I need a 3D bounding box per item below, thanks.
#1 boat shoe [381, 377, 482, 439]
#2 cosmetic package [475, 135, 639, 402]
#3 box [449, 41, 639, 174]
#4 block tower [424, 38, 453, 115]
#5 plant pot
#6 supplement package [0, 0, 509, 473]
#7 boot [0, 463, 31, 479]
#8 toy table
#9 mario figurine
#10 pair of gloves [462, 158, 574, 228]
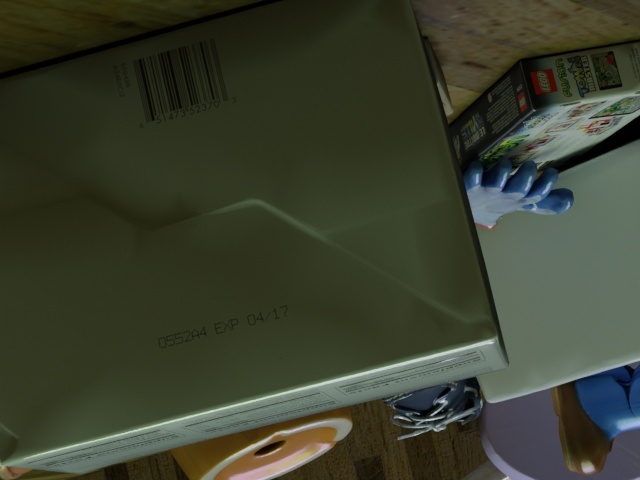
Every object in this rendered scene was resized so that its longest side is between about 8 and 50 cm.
[{"bbox_3d":[0.115,0.158,1.819,0.095,0.079,0.254,-15,172,12],"label":"boat shoe"},{"bbox_3d":[0.321,-0.025,1.370,0.230,0.161,0.453,-21,178,-43],"label":"cosmetic package"},{"bbox_3d":[0.163,-0.088,1.266,0.114,0.036,0.207,-10,170,-17],"label":"box"},{"bbox_3d":[-0.078,-0.030,1.103,0.335,0.097,0.091,-16,171,7],"label":"block tower"},{"bbox_3d":[-0.069,0.082,1.347,0.205,0.188,0.205,-22,161,-8],"label":"plant pot"},{"bbox_3d":[-0.050,-0.003,0.965,0.262,0.204,0.145,-15,168,6],"label":"supplement package"},{"bbox_3d":[-0.211,0.176,1.847,0.220,0.109,0.283,-8,179,15],"label":"boot"},{"bbox_3d":[0.274,0.184,1.783,0.274,0.252,0.161,-10,156,-14],"label":"toy table"},{"bbox_3d":[0.361,0.142,1.446,0.320,0.198,0.170,-15,127,19],"label":"mario figurine"},{"bbox_3d":[0.084,-0.037,1.309,0.198,0.023,0.159,10,165,-8],"label":"pair of gloves"}]
